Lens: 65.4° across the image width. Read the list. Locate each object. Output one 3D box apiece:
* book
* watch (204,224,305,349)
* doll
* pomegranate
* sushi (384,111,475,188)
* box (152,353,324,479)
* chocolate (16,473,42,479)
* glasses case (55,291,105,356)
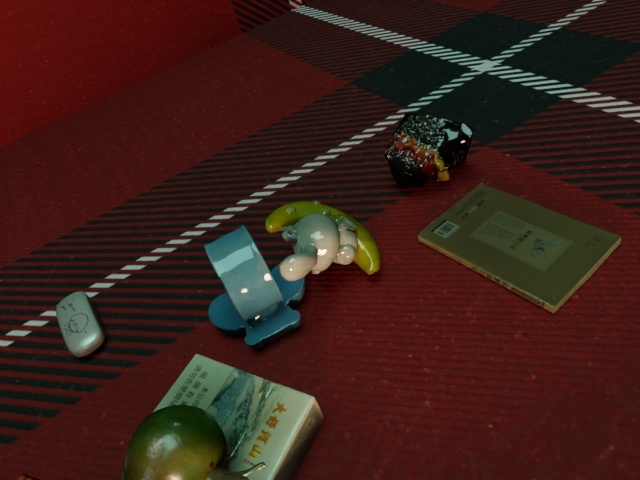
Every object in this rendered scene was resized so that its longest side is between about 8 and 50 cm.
[{"bbox_3d":[0.378,-0.003,0.983,0.217,0.021,0.310,-37,44,-20],"label":"book"},{"bbox_3d":[-0.135,0.077,0.953,0.210,0.193,0.211,-12,41,11],"label":"watch"},{"bbox_3d":[0.000,0.000,1.008,0.237,0.111,0.252,11,32,-29],"label":"doll"},{"bbox_3d":[-0.169,0.309,0.668,0.191,0.131,0.152,8,82,18],"label":"pomegranate"},{"bbox_3d":[0.234,-0.200,1.161,0.172,0.153,0.150,31,77,17],"label":"sushi"},{"bbox_3d":[-0.145,0.300,0.809,0.256,0.069,0.164,10,49,29],"label":"box"},{"bbox_3d":[-0.386,0.476,0.680,0.237,0.108,0.235,4,46,22],"label":"chocolate"},{"bbox_3d":[-0.529,0.180,1.095,0.076,0.049,0.197,-33,43,-16],"label":"glasses case"}]
